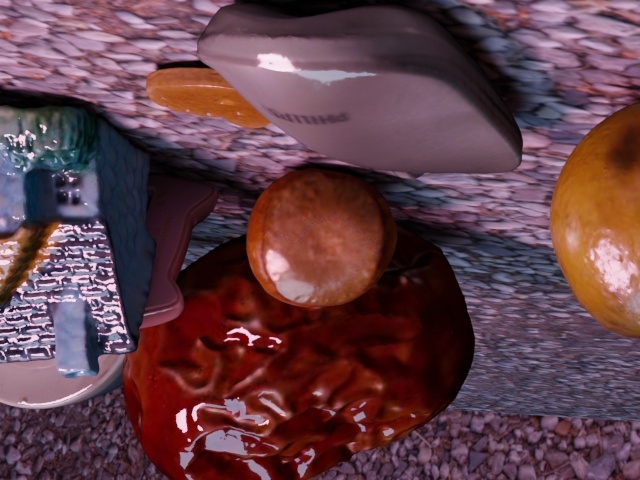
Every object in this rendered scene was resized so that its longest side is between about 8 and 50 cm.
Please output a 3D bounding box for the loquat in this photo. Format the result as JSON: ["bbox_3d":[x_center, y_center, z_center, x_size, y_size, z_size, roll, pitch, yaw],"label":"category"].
[{"bbox_3d":[0.267,-0.007,1.254,0.213,0.213,0.213,9,169,2],"label":"loquat"}]

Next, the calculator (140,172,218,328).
[{"bbox_3d":[-0.276,0.012,1.770,0.329,0.220,0.048,2,140,16],"label":"calculator"}]

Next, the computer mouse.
[{"bbox_3d":[0.037,-0.099,1.269,0.197,0.095,0.331,8,170,28],"label":"computer mouse"}]

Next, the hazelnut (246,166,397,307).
[{"bbox_3d":[0.000,0.000,1.672,0.150,0.150,0.150,9,169,2],"label":"hazelnut"}]

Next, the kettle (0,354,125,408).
[{"bbox_3d":[-0.246,0.076,2.021,0.319,0.247,0.342,6,178,13],"label":"kettle"}]

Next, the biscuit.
[{"bbox_3d":[-0.075,-0.121,1.412,0.140,0.023,0.118,5,168,16],"label":"biscuit"}]

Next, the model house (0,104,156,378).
[{"bbox_3d":[-0.314,0.015,1.626,0.261,0.241,0.226,-6,169,14],"label":"model house"}]

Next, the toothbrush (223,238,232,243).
[{"bbox_3d":[-0.064,0.021,2.149,0.162,0.014,0.017,19,180,-40],"label":"toothbrush"}]

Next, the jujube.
[{"bbox_3d":[-0.027,0.120,1.812,0.376,0.277,0.276,-12,176,-20],"label":"jujube"}]
